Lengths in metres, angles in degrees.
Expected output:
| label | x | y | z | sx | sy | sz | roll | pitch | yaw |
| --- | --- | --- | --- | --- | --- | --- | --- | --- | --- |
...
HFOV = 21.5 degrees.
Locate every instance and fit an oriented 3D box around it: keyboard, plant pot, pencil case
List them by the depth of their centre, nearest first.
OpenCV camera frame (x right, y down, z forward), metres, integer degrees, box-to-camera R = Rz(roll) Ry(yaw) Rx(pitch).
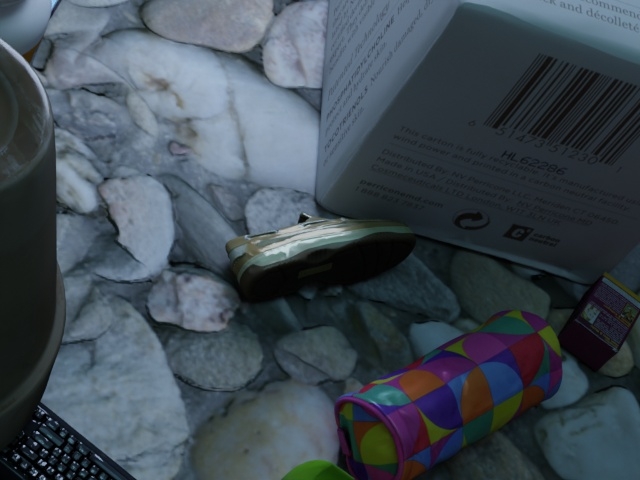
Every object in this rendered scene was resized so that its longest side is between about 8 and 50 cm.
| label | x | y | z | sx | sy | sz | roll | pitch | yaw |
| --- | --- | --- | --- | --- | --- | --- | --- | --- | --- |
| plant pot | -0.329 | -0.015 | 1.282 | 0.323 | 0.280 | 0.323 | 13 | 48 | -16 |
| keyboard | -0.205 | 0.206 | 1.370 | 0.180 | 0.023 | 0.108 | 38 | 49 | 4 |
| pencil case | 0.118 | 0.142 | 1.530 | 0.236 | 0.104 | 0.104 | -23 | 69 | -38 |

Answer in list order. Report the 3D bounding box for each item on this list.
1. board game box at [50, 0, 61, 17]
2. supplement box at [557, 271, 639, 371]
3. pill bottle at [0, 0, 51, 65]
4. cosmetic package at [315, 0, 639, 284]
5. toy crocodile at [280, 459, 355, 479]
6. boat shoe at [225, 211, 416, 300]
| label | x | y | z | sx | sy | sz | roll | pitch | yaw |
| --- | --- | --- | --- | --- | --- | --- | --- | --- | --- |
| board game box | -0.313 | -0.231 | 1.627 | 0.103 | 0.026 | 0.154 | 28 | 49 | -6 |
| supplement box | 0.281 | 0.081 | 1.686 | 0.055 | 0.043 | 0.083 | 38 | 48 | 3 |
| pill bottle | -0.310 | -0.182 | 1.448 | 0.136 | 0.246 | 0.136 | 13 | 52 | -17 |
| cosmetic package | 0.211 | -0.230 | 1.688 | 0.329 | 0.327 | 0.394 | 16 | 52 | -16 |
| toy crocodile | 0.039 | 0.283 | 1.295 | 0.115 | 0.105 | 0.340 | 40 | 1 | -26 |
| boat shoe | 0.000 | 0.000 | 1.595 | 0.190 | 0.068 | 0.072 | -9 | 50 | -31 |
